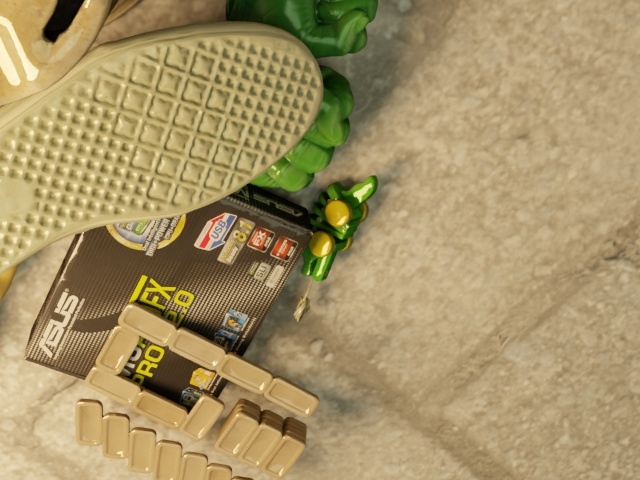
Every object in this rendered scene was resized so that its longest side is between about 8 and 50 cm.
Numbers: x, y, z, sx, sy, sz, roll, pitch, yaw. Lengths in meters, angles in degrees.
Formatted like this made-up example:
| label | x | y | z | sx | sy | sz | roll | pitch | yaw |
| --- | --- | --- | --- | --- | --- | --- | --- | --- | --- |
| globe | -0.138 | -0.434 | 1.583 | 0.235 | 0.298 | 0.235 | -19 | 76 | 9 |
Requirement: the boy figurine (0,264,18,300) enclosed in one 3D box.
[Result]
| label | x | y | z | sx | sy | sz | roll | pitch | yaw |
| --- | --- | --- | --- | --- | --- | --- | --- | --- | --- |
| boy figurine | -0.384 | 0.022 | 0.949 | 0.177 | 0.092 | 0.285 | -11 | 120 | -16 |

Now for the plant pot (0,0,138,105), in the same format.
| label | x | y | z | sx | sy | sz | roll | pitch | yaw |
| --- | --- | --- | --- | --- | --- | --- | --- | --- | --- |
| plant pot | -0.258 | -0.254 | 0.697 | 0.333 | 0.305 | 0.334 | -4 | 121 | -7 |

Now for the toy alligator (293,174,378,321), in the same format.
| label | x | y | z | sx | sy | sz | roll | pitch | yaw |
| --- | --- | --- | --- | --- | --- | --- | --- | --- | --- |
| toy alligator | 0.000 | 0.000 | 1.039 | 0.051 | 0.056 | 0.190 | 37 | 112 | 19 |

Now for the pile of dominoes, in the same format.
| label | x | y | z | sx | sy | sz | roll | pitch | yaw |
| --- | --- | --- | --- | --- | --- | --- | --- | --- | --- |
| pile of dominoes | -0.140 | 0.189 | 1.052 | 0.251 | 0.040 | 0.196 | 29 | 112 | -12 |

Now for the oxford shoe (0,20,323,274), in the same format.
| label | x | y | z | sx | sy | sz | roll | pitch | yaw |
| --- | --- | --- | --- | --- | --- | --- | --- | --- | --- |
| oxford shoe | -0.214 | -0.081 | 0.842 | 0.449 | 0.130 | 0.169 | -25 | 117 | -6 |

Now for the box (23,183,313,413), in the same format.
| label | x | y | z | sx | sy | sz | roll | pitch | yaw |
| --- | --- | --- | --- | --- | --- | --- | --- | --- | --- |
| box | -0.164 | 0.046 | 1.011 | 0.216 | 0.060 | 0.270 | 23 | 113 | -19 |

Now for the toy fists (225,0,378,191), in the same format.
| label | x | y | z | sx | sy | sz | roll | pitch | yaw |
| --- | --- | --- | --- | --- | --- | --- | --- | --- | --- |
| toy fists | -0.024 | -0.177 | 0.916 | 0.142 | 0.096 | 0.279 | 6 | 114 | -15 |
